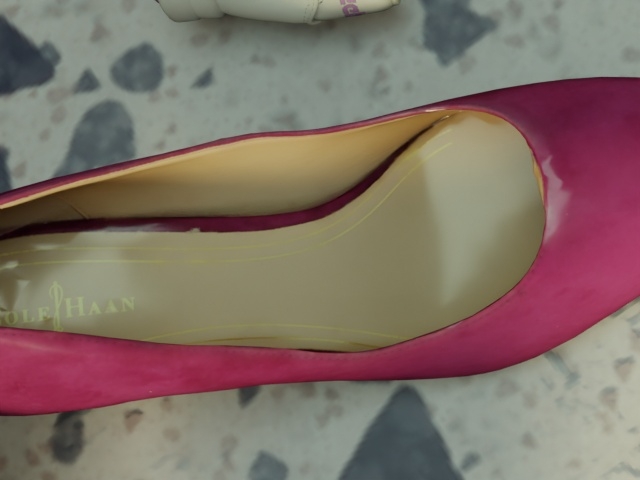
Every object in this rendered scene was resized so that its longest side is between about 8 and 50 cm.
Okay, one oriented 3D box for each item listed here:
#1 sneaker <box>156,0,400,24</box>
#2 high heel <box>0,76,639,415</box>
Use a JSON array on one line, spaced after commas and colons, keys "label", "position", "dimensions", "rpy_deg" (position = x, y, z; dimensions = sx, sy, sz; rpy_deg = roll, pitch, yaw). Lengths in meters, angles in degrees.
[{"label": "sneaker", "position": [0.004, -0.248, 0.768], "dimensions": [0.152, 0.114, 0.305], "rpy_deg": [8, 89, 11]}, {"label": "high heel", "position": [0.000, 0.000, 0.668], "dimensions": [0.377, 0.181, 0.127], "rpy_deg": [-20, 74, 9]}]
